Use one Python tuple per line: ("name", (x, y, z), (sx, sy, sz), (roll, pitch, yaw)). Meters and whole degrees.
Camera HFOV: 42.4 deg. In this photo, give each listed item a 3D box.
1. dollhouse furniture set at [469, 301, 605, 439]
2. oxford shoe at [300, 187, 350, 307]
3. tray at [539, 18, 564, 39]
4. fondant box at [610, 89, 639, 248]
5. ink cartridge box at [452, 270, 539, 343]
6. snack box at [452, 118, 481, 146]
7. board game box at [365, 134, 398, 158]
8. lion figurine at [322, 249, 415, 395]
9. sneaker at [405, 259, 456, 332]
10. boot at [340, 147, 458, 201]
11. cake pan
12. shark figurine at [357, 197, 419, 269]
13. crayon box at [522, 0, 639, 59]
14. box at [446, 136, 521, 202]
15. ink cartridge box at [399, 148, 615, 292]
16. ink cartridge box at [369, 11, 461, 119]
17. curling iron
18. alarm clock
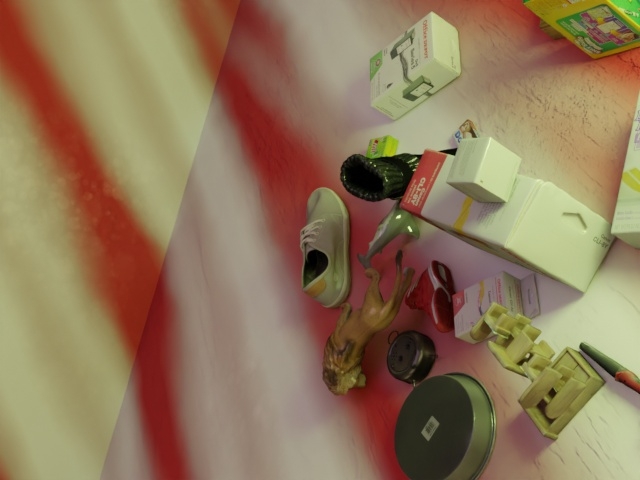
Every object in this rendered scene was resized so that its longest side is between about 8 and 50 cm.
("dollhouse furniture set", (0.413, 0.275, 1.628), (0.161, 0.242, 0.212), (-54, 33, 17))
("oxford shoe", (0.000, 0.000, 2.521), (0.169, 0.130, 0.449), (-41, 38, 36))
("tray", (0.719, -0.624, 1.948), (0.411, 0.076, 0.203), (-2, 67, 56))
("fondant box", (0.721, -0.153, 1.609), (0.238, 0.096, 0.330), (-4, 65, 55))
("ink cartridge box", (0.400, 0.148, 1.896), (0.198, 0.067, 0.115), (-33, 44, 40))
("snack box", (0.404, -0.246, 2.196), (0.064, 0.022, 0.178), (-47, 36, 29))
("board game box", (0.172, -0.223, 2.497), (0.092, 0.043, 0.181), (-5, 65, 55))
("lion figurine", (0.114, 0.218, 2.126), (0.240, 0.142, 0.392), (-69, 2, -46))
("sneaker", (0.279, 0.166, 2.066), (0.128, 0.087, 0.221), (-50, 22, 37))
("boot", (0.249, -0.168, 2.104), (0.348, 0.260, 0.131), (-4, 90, 43))
("cake pan", (0.274, 0.440, 1.897), (0.293, 0.054, 0.293), (-34, 43, 40))
("shark figurine", (0.207, -0.016, 2.265), (0.278, 0.116, 0.166), (-57, -1, -1))
("crayon box", (0.608, -0.519, 1.843), (0.165, 0.278, 0.081), (-7, 65, 53))
("box", (0.326, -0.140, 1.643), (0.087, 0.102, 0.101), (5, 72, 57))
("ink cartridge box", (0.404, -0.051, 1.823), (0.384, 0.279, 0.160), (28, 92, 58))
("ink cartridge box", (0.279, -0.521, 2.474), (0.273, 0.115, 0.198), (-32, 45, 41))
("curling iron", (0.580, 0.275, 1.581), (0.068, 0.035, 0.274), (-56, 34, 14))
("alarm clock", (0.215, 0.283, 2.083), (0.129, 0.064, 0.192), (-59, 29, 10))
